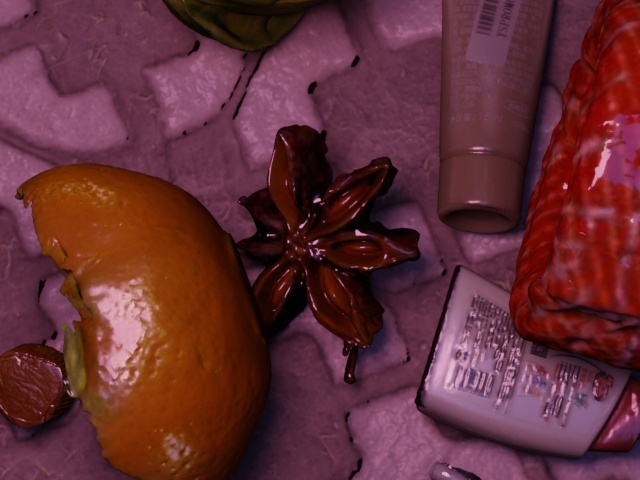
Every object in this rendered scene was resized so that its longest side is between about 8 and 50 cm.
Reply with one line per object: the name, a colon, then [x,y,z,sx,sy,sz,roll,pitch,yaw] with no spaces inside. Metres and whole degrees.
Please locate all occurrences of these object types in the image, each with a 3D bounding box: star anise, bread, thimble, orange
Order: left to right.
bread: [-0.282,0.142,1.588,0.085,0.053,0.085,0,91,9]
orange: [-0.155,0.076,1.476,0.196,0.262,0.335,-20,69,16]
star anise: [0.000,0.000,1.567,0.190,0.126,0.220,28,111,8]
thimble: [0.319,-0.051,1.447,0.230,0.350,0.350,15,81,2]

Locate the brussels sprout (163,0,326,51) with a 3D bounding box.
brussels sprout: [-0.061,-0.326,1.551,0.227,0.259,0.294,-33,115,-35]

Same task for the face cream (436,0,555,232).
face cream: [0.172,-0.179,1.613,0.137,0.084,0.341,6,72,2]

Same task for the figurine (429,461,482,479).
figurine: [0.121,0.349,1.490,0.193,0.140,0.265,19,96,-10]

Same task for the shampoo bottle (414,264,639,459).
shampoo bottle: [0.241,0.139,1.552,0.284,0.071,0.153,19,79,4]
